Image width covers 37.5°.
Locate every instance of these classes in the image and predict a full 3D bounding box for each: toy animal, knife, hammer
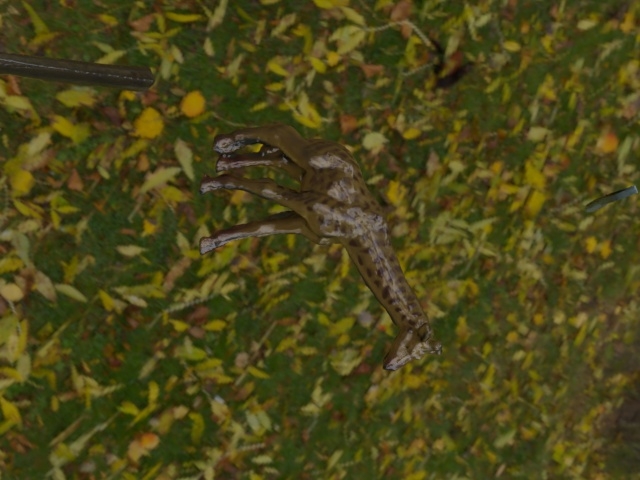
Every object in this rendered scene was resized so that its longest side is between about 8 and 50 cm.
[{"bbox_3d":[0.006,-0.007,0.807,0.149,0.276,0.054,-54,163,-16],"label":"toy animal"},{"bbox_3d":[0.354,-0.050,1.162,0.028,0.210,0.015,-13,86,5],"label":"knife"},{"bbox_3d":[-0.243,-0.143,0.769,0.125,0.027,0.297,-28,168,28],"label":"hammer"}]
